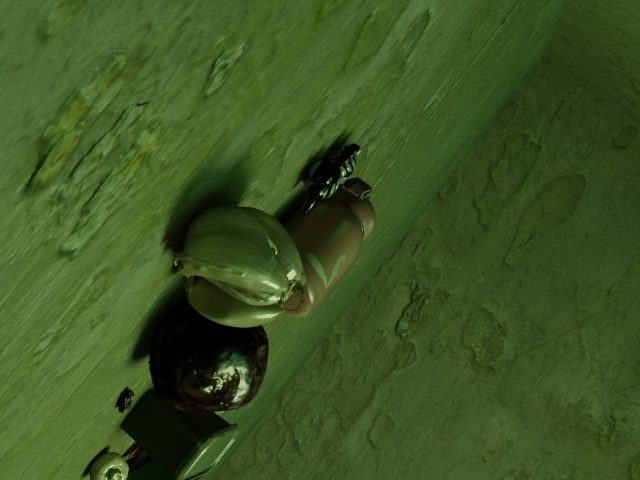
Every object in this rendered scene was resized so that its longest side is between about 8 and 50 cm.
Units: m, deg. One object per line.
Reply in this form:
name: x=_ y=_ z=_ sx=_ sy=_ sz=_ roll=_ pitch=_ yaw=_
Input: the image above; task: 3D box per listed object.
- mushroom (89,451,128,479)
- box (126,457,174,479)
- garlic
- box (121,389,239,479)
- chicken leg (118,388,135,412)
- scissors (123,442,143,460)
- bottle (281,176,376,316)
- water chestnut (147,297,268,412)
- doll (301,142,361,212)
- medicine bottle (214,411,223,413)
mushroom: x=-0.434 y=0.478 z=1.865 sx=0.083 sy=0.067 sz=0.084 roll=-13 pitch=111 yaw=-35
box: x=-0.447 y=0.667 z=2.115 sx=0.329 sy=0.178 sz=0.253 roll=-46 pitch=169 yaw=7
garlic: x=-0.114 y=0.036 z=1.464 sx=0.281 sy=0.203 sz=0.185 roll=102 pitch=9 yaw=-59
box: x=-0.297 y=0.409 z=1.948 sx=0.138 sy=0.178 sz=0.274 roll=-52 pitch=170 yaw=-2
chicken leg: x=-0.372 y=0.311 z=1.728 sx=0.036 sy=0.021 sz=0.083 roll=-56 pitch=175 yaw=-39
scissors: x=-0.463 y=0.505 z=2.007 sx=0.144 sy=0.017 sz=0.247 roll=-54 pitch=168 yaw=2
bottle: x=0.000 y=0.000 z=1.896 sx=0.297 sy=0.173 sz=0.206 roll=-45 pitch=165 yaw=-35
water chestnut: x=-0.202 y=0.200 z=1.647 sx=0.224 sy=0.223 sz=0.238 roll=-54 pitch=-147 yaw=7
doll: x=0.020 y=-0.136 z=1.835 sx=0.219 sy=0.067 sz=0.091 roll=-49 pitch=173 yaw=-50
medicine bottle: x=-0.284 y=0.400 z=2.283 sx=0.074 sy=0.074 sz=0.218 roll=-52 pitch=169 yaw=-6
